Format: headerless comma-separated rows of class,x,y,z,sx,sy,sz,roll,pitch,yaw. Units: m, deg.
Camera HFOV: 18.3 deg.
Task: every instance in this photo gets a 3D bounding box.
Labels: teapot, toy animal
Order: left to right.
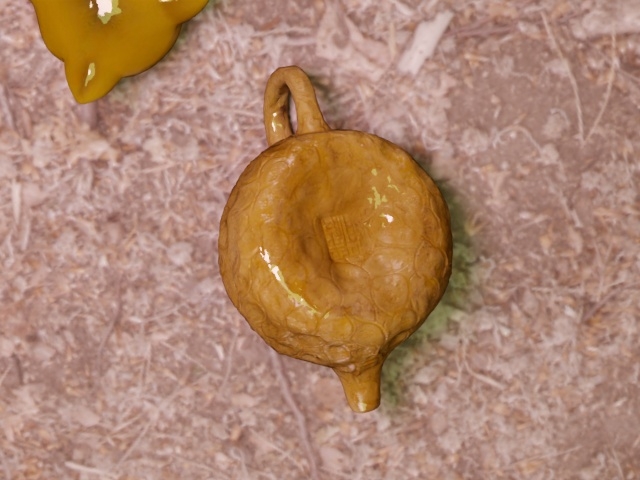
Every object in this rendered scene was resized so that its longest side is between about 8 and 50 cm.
toy animal,-0.212,-0.245,1.706,0.156,0.156,0.230,-39,93,9
teapot,0.000,0.000,1.741,0.203,0.167,0.311,-14,81,-22
